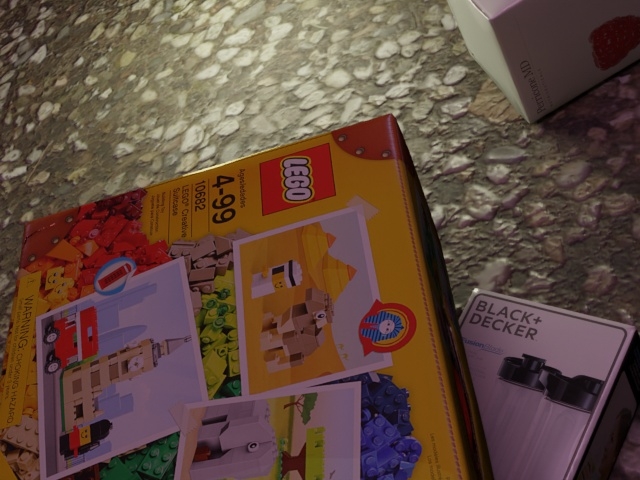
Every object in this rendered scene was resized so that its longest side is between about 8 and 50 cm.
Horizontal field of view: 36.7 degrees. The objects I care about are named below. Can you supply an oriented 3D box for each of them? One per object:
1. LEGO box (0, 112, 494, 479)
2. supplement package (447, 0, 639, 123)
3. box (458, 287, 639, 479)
[{"bbox_3d":[-0.059,0.176,0.784,0.373,0.193,0.500,-16,48,10],"label":"LEGO box"},{"bbox_3d":[0.310,-0.311,1.130,0.293,0.177,0.175,-31,45,5],"label":"supplement package"},{"bbox_3d":[0.161,0.196,0.864,0.169,0.087,0.290,14,62,37],"label":"box"}]
